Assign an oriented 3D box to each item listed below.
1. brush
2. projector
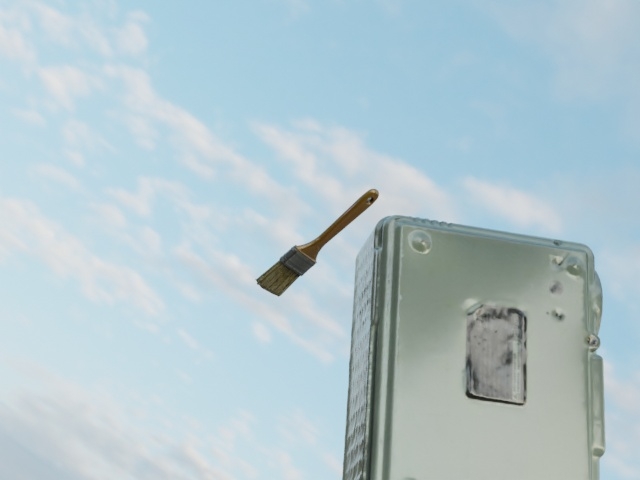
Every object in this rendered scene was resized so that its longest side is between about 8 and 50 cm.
[{"bbox_3d":[0.000,0.000,1.313,0.043,0.170,0.014,36,16,-49],"label":"brush"},{"bbox_3d":[0.123,0.115,0.928,0.192,0.256,0.099,9,-25,-10],"label":"projector"}]
